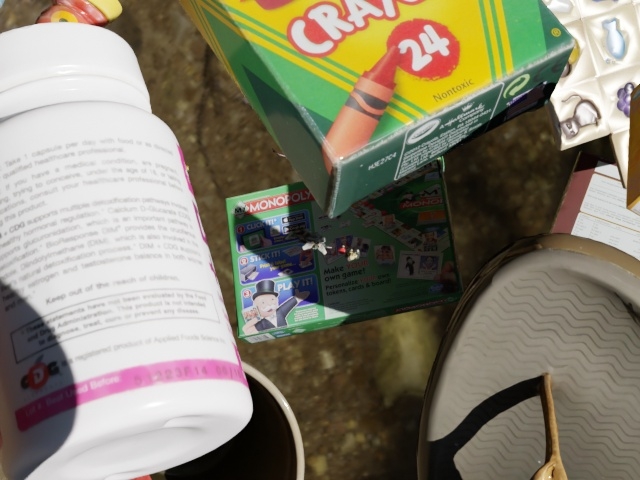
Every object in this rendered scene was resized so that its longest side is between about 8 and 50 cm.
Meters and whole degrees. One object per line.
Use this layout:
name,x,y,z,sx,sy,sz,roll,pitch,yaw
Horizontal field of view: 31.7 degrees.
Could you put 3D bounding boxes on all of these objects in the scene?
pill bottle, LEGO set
pill bottle,-0.156,0.008,0.753,0.160,0.160,0.283,-3,65,-34
LEGO set,0.002,0.000,1.178,0.083,0.054,0.023,11,100,-2

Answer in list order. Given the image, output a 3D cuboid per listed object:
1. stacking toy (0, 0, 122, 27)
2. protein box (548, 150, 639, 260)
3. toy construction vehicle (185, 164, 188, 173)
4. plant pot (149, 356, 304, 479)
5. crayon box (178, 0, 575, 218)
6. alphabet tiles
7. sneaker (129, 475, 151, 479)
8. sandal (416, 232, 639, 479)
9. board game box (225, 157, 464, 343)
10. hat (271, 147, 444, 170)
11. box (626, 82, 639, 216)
stacking toy,-0.482,-0.402,1.724,0.309,0.279,0.130,25,78,5
protein box,0.330,0.013,1.311,0.136,0.200,0.201,21,97,10
toy construction vehicle,-0.256,-0.076,1.982,0.035,0.086,0.098,11,39,16
plant pot,-0.197,0.287,1.614,0.323,0.280,0.323,-1,96,-8
crayon box,0.006,-0.196,0.825,0.202,0.081,0.318,-29,69,-18
alphabet tiles,0.360,-0.220,1.111,0.343,0.011,0.285,-19,98,-14
sneaker,-0.303,0.306,1.415,0.221,0.128,0.087,58,35,-31
sandal,0.052,0.105,0.328,0.090,0.219,0.060,23,21,7
board game box,0.029,0.010,1.581,0.046,0.317,0.213,46,35,-64
hat,0.079,-0.129,1.866,0.173,0.208,0.183,54,9,35
box,0.230,-0.051,0.698,0.081,0.028,0.136,28,41,-9
